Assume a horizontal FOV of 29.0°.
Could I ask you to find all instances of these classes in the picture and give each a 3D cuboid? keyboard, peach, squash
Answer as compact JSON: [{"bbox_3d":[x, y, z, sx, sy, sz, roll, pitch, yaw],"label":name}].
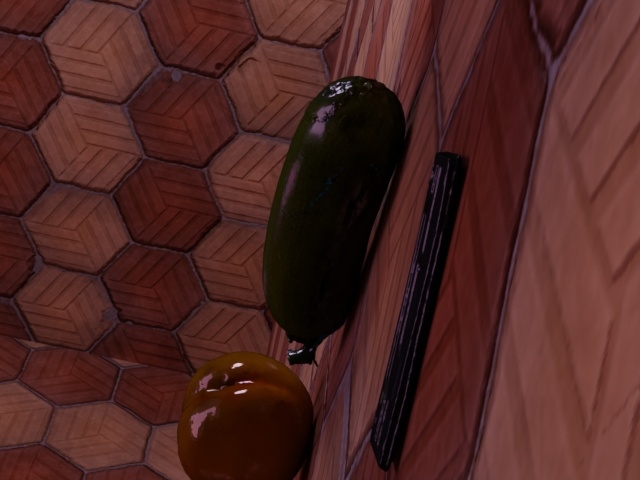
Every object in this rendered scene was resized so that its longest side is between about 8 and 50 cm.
[{"bbox_3d":[0.046,0.032,0.601,0.053,0.010,0.155,-105,27,-82],"label":"keyboard"},{"bbox_3d":[-0.069,0.167,1.146,0.138,0.138,0.138,-168,90,-87],"label":"peach"},{"bbox_3d":[-0.001,-0.001,0.966,0.331,0.087,0.087,104,177,-51],"label":"squash"}]
